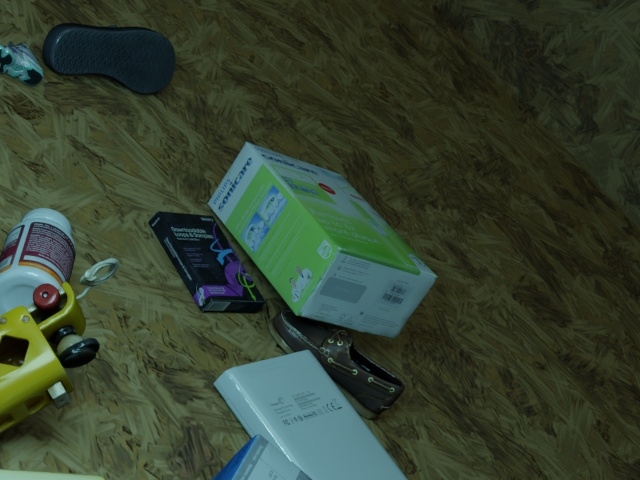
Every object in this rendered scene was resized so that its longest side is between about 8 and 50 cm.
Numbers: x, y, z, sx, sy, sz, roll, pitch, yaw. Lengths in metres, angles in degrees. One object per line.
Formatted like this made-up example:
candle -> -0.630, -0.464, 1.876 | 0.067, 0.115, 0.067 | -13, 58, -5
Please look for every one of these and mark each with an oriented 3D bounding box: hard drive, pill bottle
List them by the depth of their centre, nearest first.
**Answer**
pill bottle -> -0.333, 0.029, 1.807 | 0.086, 0.086, 0.152 | 34, 28, -19
hard drive -> 0.015, 0.280, 1.977 | 0.307, 0.040, 0.203 | 53, 27, 17

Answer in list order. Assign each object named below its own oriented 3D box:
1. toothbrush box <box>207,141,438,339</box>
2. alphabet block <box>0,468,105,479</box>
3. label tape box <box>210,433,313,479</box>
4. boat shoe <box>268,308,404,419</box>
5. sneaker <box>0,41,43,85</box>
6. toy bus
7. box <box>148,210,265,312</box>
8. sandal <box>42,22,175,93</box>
toothbrush box -> 0.000, 0.000, 2.223 | 0.206, 0.122, 0.283 | 17, 22, -42
alphabet block -> -0.283, 0.321, 1.320 | 0.197, 0.193, 0.192 | 15, 39, -45
label tape box -> -0.005, 0.402, 1.694 | 0.334, 0.106, 0.240 | 41, 27, -4
boat shoe -> 0.025, 0.159, 2.140 | 0.207, 0.073, 0.073 | 38, 29, -8
sneaker -> -0.434, -0.261, 2.158 | 0.098, 0.038, 0.069 | 33, 25, -41
toy bus -> -0.297, 0.127, 1.591 | 0.191, 0.202, 0.104 | -7, 56, -52
box -> -0.156, 0.029, 2.124 | 0.116, 0.029, 0.162 | 4, 45, -53
sandal -> -0.314, -0.284, 2.308 | 0.054, 0.097, 0.254 | 29, 12, 38
